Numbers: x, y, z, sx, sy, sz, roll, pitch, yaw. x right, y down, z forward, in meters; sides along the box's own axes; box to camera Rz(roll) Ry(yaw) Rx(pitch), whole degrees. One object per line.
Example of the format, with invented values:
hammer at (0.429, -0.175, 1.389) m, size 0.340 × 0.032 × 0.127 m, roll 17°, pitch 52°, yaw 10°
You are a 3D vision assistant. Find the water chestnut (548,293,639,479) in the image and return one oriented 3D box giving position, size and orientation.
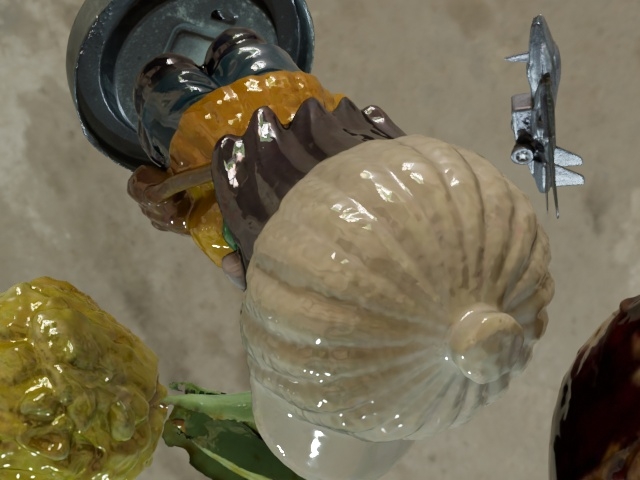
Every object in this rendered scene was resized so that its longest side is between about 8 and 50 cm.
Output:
water chestnut at (0.275, 0.138, 0.565) m, size 0.300 × 0.300 × 0.299 m, roll 8°, pitch 112°, yaw 21°

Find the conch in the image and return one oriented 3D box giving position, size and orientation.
conch at (-0.049, 0.167, 0.879) m, size 0.170 × 0.079 × 0.105 m, roll 7°, pitch 73°, yaw 4°

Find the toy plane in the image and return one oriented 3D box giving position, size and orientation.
toy plane at (0.284, -0.177, 1.441) m, size 0.088 × 0.212 × 0.267 m, roll -10°, pitch 130°, yaw 17°

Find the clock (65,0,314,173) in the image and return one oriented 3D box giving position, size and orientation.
clock at (-0.195, -0.271, 1.653) m, size 0.076 × 0.386 × 0.386 m, roll 53°, pitch 129°, yaw 42°

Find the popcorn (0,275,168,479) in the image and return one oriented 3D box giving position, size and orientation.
popcorn at (-0.282, 0.168, 1.128) m, size 0.249 × 0.249 × 0.225 m, roll 42°, pitch 106°, yaw 5°

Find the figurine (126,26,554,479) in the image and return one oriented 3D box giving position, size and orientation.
figurine at (-0.005, -0.024, 0.661) m, size 0.332 × 0.185 × 0.204 m, roll 55°, pitch 160°, yaw 26°
